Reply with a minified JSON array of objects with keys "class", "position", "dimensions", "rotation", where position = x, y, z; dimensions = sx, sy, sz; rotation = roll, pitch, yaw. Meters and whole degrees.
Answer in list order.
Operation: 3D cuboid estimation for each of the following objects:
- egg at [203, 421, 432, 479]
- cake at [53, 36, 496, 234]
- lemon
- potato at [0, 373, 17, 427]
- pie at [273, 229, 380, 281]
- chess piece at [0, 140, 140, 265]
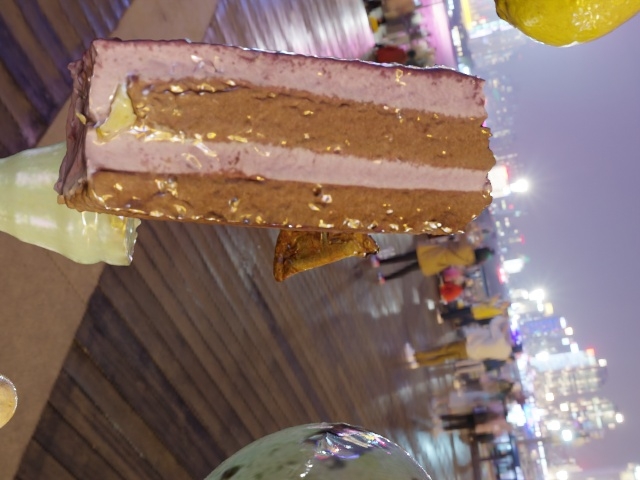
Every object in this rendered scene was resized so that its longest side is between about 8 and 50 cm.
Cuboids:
[{"class":"egg","position":[-0.031,0.356,0.677],"dimensions":[0.379,0.287,0.288],"rotation":[-54,145,-20]},{"class":"cake","position":[-0.028,-0.061,0.449],"dimensions":[0.113,0.295,0.116],"rotation":[-154,-115,-81]},{"class":"lemon","position":[0.354,-0.373,0.968],"dimensions":[0.204,0.260,0.204],"rotation":[25,55,-41]},{"class":"potato","position":[-0.350,0.161,0.726],"dimensions":[0.068,0.083,0.062],"rotation":[-44,128,-24]},{"class":"pie","position":[-0.002,-0.002,1.028],"dimensions":[0.033,0.191,0.088],"rotation":[-32,103,-55]},{"class":"chess piece","position":[-0.543,-0.075,1.226],"dimensions":[0.234,0.441,0.234],"rotation":[-178,-90,-80]}]
